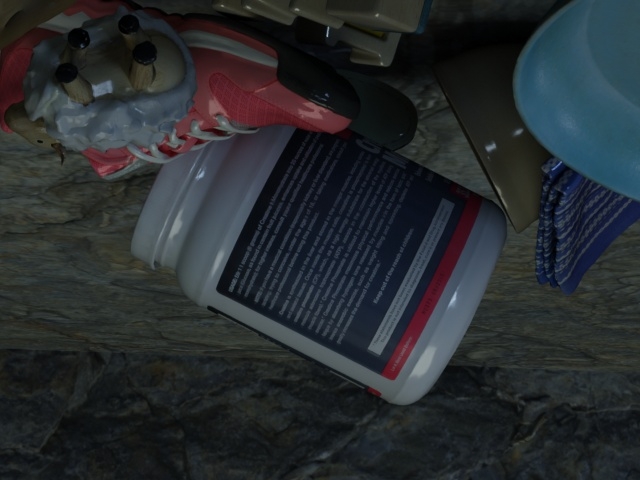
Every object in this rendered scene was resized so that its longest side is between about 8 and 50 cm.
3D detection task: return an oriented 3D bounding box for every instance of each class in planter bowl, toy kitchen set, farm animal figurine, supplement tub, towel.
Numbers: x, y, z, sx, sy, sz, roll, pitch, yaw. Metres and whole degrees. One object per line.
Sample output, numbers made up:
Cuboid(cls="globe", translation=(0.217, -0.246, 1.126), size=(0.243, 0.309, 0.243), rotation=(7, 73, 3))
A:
Cuboid(cls="planter bowl", translation=(0.177, -0.102, 1.154), size=(0.109, 0.162, 0.162), rotation=(-27, 160, 7))
Cuboid(cls="toy kitchen set", translation=(0.047, -0.192, 0.937), size=(0.166, 0.122, 0.207), rotation=(14, -179, -39))
Cuboid(cls="farm animal figurine", translation=(-0.284, -0.152, 0.885), size=(0.327, 0.330, 0.172), rotation=(-24, 167, -12))
Cuboid(cls="supplement tub", translation=(0.000, 0.000, 1.147), size=(0.272, 0.191, 0.191), rotation=(27, 164, 1))
Cuboid(cls="towel", translation=(0.274, -0.075, 1.130), size=(0.243, 0.040, 0.336), rotation=(-43, 164, -4))

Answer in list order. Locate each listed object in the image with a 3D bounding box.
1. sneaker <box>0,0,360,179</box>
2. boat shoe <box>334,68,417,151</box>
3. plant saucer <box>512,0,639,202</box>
Cuboid(cls="sneaker", translation=(-0.115, -0.103, 1.039), size=(0.314, 0.136, 0.116), rotation=(16, -178, 25))
Cuboid(cls="boat shoe", translation=(-0.017, -0.112, 1.262), size=(0.228, 0.081, 0.069), rotation=(6, 169, 15))
Cuboid(cls="plant saucer", translation=(0.238, -0.064, 0.547), size=(0.318, 0.043, 0.317), rotation=(8, 164, 2))
